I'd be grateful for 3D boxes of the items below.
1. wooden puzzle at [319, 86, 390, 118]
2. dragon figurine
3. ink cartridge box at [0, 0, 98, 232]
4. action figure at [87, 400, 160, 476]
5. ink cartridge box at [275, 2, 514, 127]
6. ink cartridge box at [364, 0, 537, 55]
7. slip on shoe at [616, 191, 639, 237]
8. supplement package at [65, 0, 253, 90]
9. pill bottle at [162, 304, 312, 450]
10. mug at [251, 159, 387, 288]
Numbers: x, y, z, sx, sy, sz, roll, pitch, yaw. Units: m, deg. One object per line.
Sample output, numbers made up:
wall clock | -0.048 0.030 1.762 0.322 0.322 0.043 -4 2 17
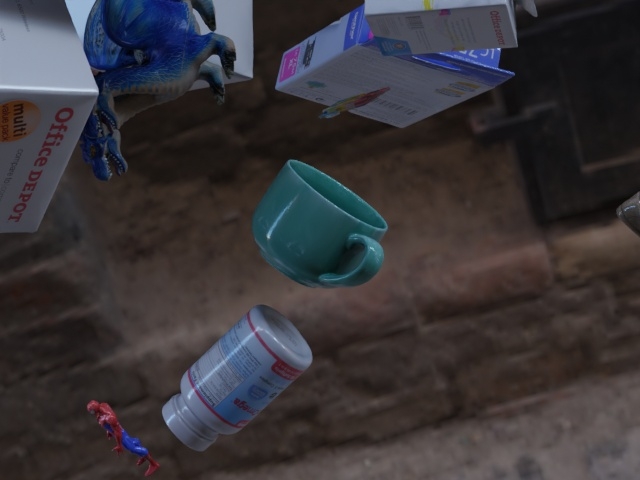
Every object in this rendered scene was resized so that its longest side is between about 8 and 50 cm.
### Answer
wooden puzzle | 0.029 -0.129 1.627 0.049 0.006 0.083 -15 11 29
dragon figurine | -0.152 -0.189 1.475 0.144 0.085 0.289 1 65 -15
ink cartridge box | -0.315 -0.117 1.306 0.233 0.171 0.168 -1 52 -33
action figure | -0.212 0.205 1.835 0.030 0.115 0.038 -35 37 -4
ink cartridge box | 0.088 -0.212 2.109 0.311 0.186 0.065 167 116 -67
ink cartridge box | 0.117 -0.224 1.538 0.143 0.092 0.090 -3 72 11
slip on shoe | 0.342 -0.006 1.726 0.041 0.135 0.051 -25 52 29
supplement package | -0.232 -0.233 1.689 0.293 0.177 0.175 -7 78 32
pill bottle | -0.092 0.150 1.864 0.160 0.087 0.087 -44 32 15
mug | -0.007 -0.006 1.820 0.097 0.129 0.158 -55 10 12
